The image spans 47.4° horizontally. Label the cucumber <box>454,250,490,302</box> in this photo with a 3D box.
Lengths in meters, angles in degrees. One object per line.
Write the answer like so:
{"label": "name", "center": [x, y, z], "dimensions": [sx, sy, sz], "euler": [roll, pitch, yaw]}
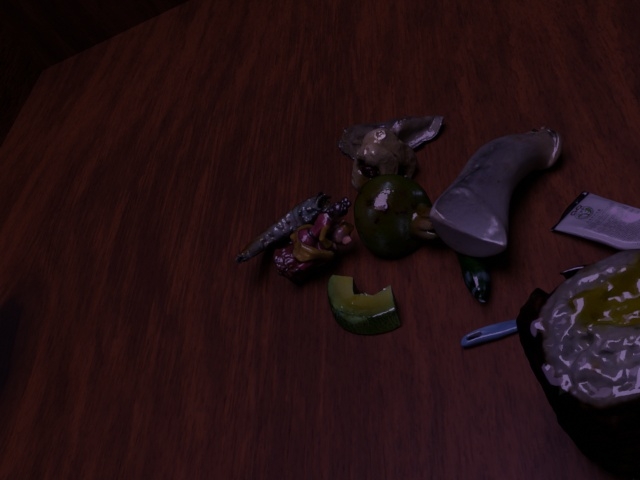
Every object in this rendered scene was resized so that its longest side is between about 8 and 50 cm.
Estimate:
{"label": "cucumber", "center": [0.320, 0.049, 1.546], "dimensions": [0.056, 0.056, 0.250], "euler": [-24, 39, 13]}

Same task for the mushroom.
{"label": "mushroom", "center": [0.391, -0.129, 1.591], "dimensions": [0.177, 0.126, 0.397], "euler": [22, 55, 23]}

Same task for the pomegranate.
{"label": "pomegranate", "center": [0.169, -0.056, 1.675], "dimensions": [0.190, 0.159, 0.241], "euler": [-35, 42, 3]}

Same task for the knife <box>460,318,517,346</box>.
{"label": "knife", "center": [0.418, 0.145, 1.411], "dimensions": [0.313, 0.019, 0.044], "euler": [-21, 38, 13]}

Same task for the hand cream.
{"label": "hand cream", "center": [0.607, -0.020, 1.415], "dimensions": [0.121, 0.076, 0.336], "euler": [-40, 33, -15]}

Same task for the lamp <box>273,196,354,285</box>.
{"label": "lamp", "center": [0.000, 0.000, 1.742], "dimensions": [0.253, 0.118, 0.118], "euler": [-41, 37, 16]}

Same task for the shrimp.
{"label": "shrimp", "center": [-0.105, -0.028, 1.857], "dimensions": [0.287, 0.068, 0.185], "euler": [-29, 2, -11]}

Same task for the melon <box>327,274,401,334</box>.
{"label": "melon", "center": [0.089, 0.141, 1.609], "dimensions": [0.209, 0.064, 0.118], "euler": [6, 49, 36]}

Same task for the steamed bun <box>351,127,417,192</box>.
{"label": "steamed bun", "center": [0.152, -0.203, 1.814], "dimensions": [0.141, 0.155, 0.172], "euler": [23, 69, 25]}

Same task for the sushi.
{"label": "sushi", "center": [0.474, 0.189, 1.105], "dimensions": [0.299, 0.294, 0.281], "euler": [-8, 49, 30]}

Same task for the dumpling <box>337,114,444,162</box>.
{"label": "dumpling", "center": [0.160, -0.281, 1.971], "dimensions": [0.332, 0.086, 0.166], "euler": [-4, 45, 38]}
